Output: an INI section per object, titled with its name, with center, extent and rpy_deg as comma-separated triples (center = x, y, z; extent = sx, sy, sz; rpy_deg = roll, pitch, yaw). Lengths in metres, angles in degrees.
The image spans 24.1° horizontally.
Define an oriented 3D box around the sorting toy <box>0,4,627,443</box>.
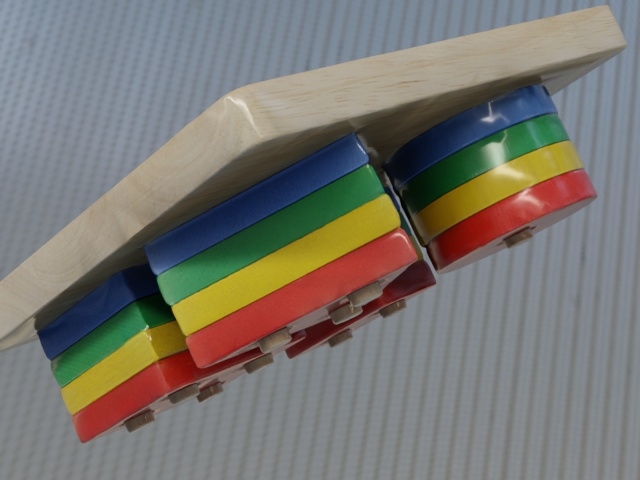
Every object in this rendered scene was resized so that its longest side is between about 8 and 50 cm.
[sorting toy]
center = 0.000, 0.000, 0.731
extent = 0.255, 0.257, 0.089
rpy_deg = -33, 79, 46
